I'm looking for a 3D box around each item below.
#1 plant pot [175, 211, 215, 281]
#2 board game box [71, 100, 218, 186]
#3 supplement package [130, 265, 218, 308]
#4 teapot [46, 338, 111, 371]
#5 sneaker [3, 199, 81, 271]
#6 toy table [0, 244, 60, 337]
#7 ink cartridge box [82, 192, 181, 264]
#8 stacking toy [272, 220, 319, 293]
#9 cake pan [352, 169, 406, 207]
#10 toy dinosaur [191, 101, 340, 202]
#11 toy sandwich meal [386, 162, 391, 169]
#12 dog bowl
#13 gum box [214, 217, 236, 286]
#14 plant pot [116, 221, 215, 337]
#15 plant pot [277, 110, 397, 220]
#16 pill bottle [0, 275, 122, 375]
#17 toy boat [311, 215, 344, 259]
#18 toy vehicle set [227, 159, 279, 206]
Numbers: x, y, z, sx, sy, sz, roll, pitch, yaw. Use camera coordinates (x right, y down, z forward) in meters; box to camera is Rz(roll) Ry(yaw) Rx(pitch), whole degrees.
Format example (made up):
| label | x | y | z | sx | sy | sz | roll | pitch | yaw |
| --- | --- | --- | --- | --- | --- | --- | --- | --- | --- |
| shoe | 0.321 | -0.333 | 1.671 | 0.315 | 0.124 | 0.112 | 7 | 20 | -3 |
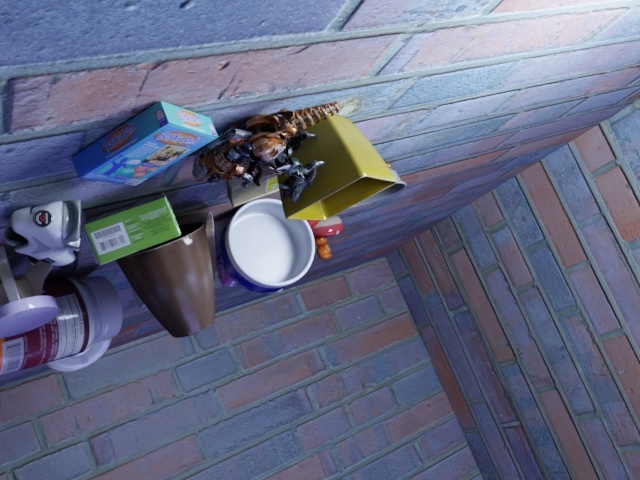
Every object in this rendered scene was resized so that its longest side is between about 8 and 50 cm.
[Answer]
| label | x | y | z | sx | sy | sz | roll | pitch | yaw |
| --- | --- | --- | --- | --- | --- | --- | --- | --- | --- |
| plant pot | -0.389 | 0.063 | 1.787 | 0.191 | 0.283 | 0.284 | 1 | 168 | -3 |
| board game box | -0.317 | -0.171 | 1.222 | 0.210 | 0.047 | 0.160 | -26 | 169 | 19 |
| supplement package | -0.449 | 0.085 | 2.000 | 0.203 | 0.149 | 0.194 | -16 | 169 | -33 |
| teapot | -0.824 | 0.293 | 2.215 | 0.256 | 0.187 | 0.252 | 19 | 112 | -51 |
| sneaker | -0.566 | -0.014 | 1.379 | 0.147 | 0.122 | 0.330 | 0 | 164 | -18 |
| toy table | -0.715 | 0.119 | 1.555 | 0.252 | 0.160 | 0.274 | -16 | 169 | -37 |
| ink cartridge box | -0.437 | -0.039 | 1.553 | 0.189 | 0.096 | 0.255 | -21 | -165 | -12 |
| stacking toy | -0.106 | 0.007 | 2.134 | 0.330 | 0.141 | 0.141 | -57 | -170 | -31 |
| cake pan | 0.129 | -0.162 | 2.157 | 0.294 | 0.054 | 0.293 | -15 | 173 | -2 |
| toy dinosaur | -0.104 | -0.186 | 1.372 | 0.322 | 0.164 | 0.218 | -4 | 164 | 30 |
| toy sandwich meal | 0.186 | -0.225 | 2.133 | 0.086 | 0.029 | 0.085 | -14 | 173 | -2 |
| dog bowl | -0.157 | 0.017 | 1.957 | 0.265 | 0.264 | 0.104 | -17 | 170 | -29 |
| gum box | -0.282 | 0.040 | 2.021 | 0.062 | 0.188 | 0.107 | -17 | 168 | -32 |
| plant pot | -0.336 | 0.101 | 1.567 | 0.216 | 0.230 | 0.215 | -17 | -166 | 4 |
| plant pot | 0.016 | -0.175 | 1.540 | 0.212 | 0.187 | 0.212 | -28 | 169 | 24 |
| pill bottle | -0.760 | 0.222 | 1.822 | 0.392 | 0.223 | 0.224 | -12 | 166 | -48 |
| toy boat | 0.000 | 0.000 | 2.551 | 0.151 | 0.151 | 0.231 | -15 | 168 | -40 |
| toy vehicle set | -0.110 | -0.168 | 1.737 | 0.267 | 0.035 | 0.166 | -21 | 170 | -12 |
